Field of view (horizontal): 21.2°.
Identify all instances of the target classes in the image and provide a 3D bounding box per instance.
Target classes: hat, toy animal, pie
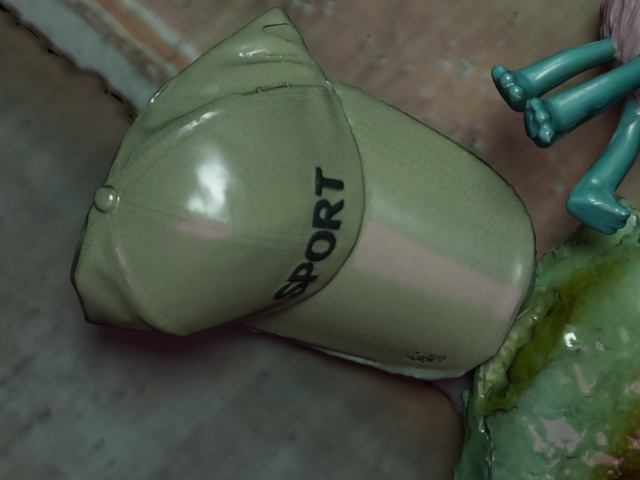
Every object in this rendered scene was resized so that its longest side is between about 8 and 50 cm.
[{"bbox_3d":[0.000,0.000,0.678,0.175,0.085,0.147,22,109,-1],"label":"hat"},{"bbox_3d":[0.166,-0.088,0.639,0.208,0.100,0.103,-39,68,2],"label":"toy animal"},{"bbox_3d":[0.195,0.118,0.738,0.302,0.067,0.302,1,112,1],"label":"pie"}]
